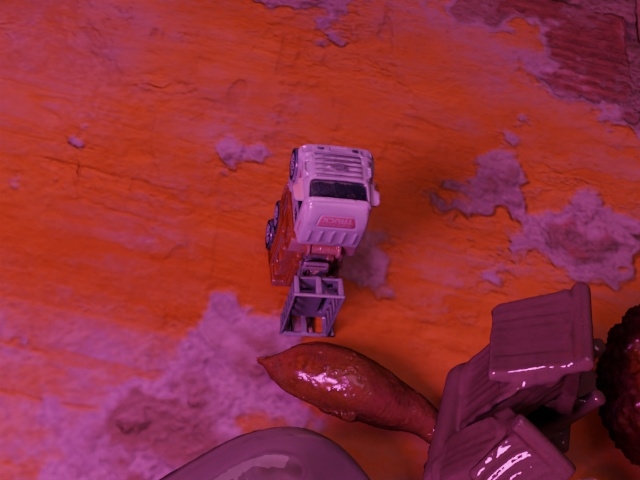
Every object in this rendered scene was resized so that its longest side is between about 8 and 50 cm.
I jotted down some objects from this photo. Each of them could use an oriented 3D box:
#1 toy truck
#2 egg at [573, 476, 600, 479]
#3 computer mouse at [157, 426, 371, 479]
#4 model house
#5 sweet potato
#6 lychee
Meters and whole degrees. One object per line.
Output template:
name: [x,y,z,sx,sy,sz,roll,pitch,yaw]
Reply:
toy truck: [-0.001,0.000,0.873,0.080,0.177,0.115,5,55,-11]
egg: [0.244,0.252,0.820,0.083,0.071,0.071,35,54,7]
computer mouse: [-0.090,0.275,0.702,0.331,0.095,0.197,-26,78,-21]
model house: [0.179,0.144,0.803,0.122,0.188,0.229,25,50,-1]
sweet potato: [0.048,0.141,0.854,0.226,0.068,0.068,23,52,1]
lychee: [0.357,0.148,0.867,0.188,0.188,0.188,7,53,-10]
